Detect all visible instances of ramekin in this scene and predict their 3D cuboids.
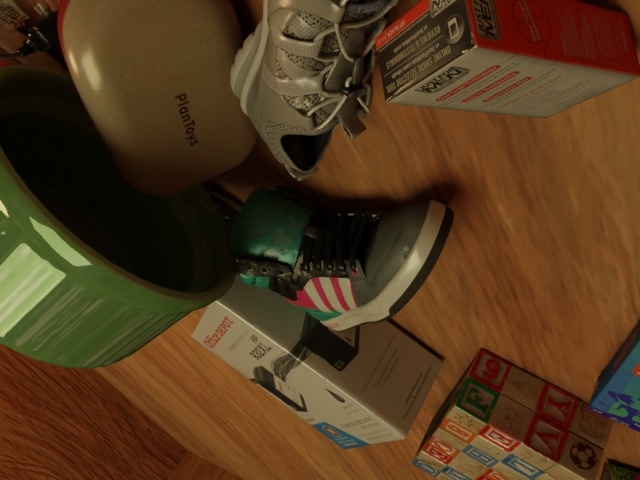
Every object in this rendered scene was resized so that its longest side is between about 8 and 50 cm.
[{"bbox_3d":[-0.247,-0.017,0.618,0.148,0.303,0.303,-40,108,16],"label":"ramekin"}]

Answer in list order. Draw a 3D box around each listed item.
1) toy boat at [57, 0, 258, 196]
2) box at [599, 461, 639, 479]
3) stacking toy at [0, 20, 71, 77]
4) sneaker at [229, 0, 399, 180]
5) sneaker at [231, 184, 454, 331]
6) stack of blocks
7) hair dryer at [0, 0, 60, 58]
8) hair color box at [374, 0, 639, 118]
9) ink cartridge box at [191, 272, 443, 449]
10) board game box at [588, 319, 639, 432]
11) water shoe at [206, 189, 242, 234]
[{"bbox_3d":[-0.154,-0.164,0.554,0.151,0.151,0.231,53,162,32],"label":"toy boat"},{"bbox_3d":[0.493,0.458,0.729,0.279,0.177,0.290,6,140,40],"label":"box"},{"bbox_3d":[-0.514,-0.029,0.744,0.351,0.480,0.350,25,150,16],"label":"stacking toy"},{"bbox_3d":[0.014,-0.131,0.406,0.115,0.105,0.281,66,162,6],"label":"sneaker"},{"bbox_3d":[0.000,0.000,0.632,0.178,0.123,0.295,29,153,-9],"label":"sneaker"},{"bbox_3d":[0.243,0.280,0.814,0.171,0.087,0.297,27,150,14],"label":"stack of blocks"},{"bbox_3d":[-0.431,-0.194,0.624,0.224,0.293,0.080,37,159,-11],"label":"hair dryer"},{"bbox_3d":[0.110,-0.106,0.342,0.072,0.141,0.043,-21,76,56],"label":"hair color box"},{"bbox_3d":[-0.019,0.156,0.862,0.307,0.129,0.223,37,151,-3],"label":"ink cartridge box"},{"bbox_3d":[0.350,0.128,0.521,0.160,0.047,0.210,23,148,22],"label":"board game box"},{"bbox_3d":[-0.179,-0.040,0.822,0.203,0.073,0.080,14,-174,14],"label":"water shoe"}]
